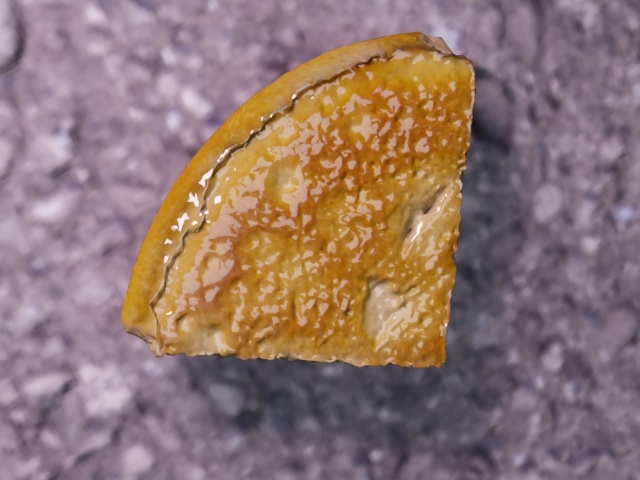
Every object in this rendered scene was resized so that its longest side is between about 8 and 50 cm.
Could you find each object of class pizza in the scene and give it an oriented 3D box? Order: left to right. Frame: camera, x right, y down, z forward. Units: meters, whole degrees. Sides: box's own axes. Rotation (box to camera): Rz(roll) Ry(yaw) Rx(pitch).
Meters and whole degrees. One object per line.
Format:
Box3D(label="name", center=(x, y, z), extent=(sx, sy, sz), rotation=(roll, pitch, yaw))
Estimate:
Box3D(label="pizza", center=(0.000, -0.001, 0.723), extent=(0.175, 0.046, 0.134), rotation=(-33, 114, -16))
